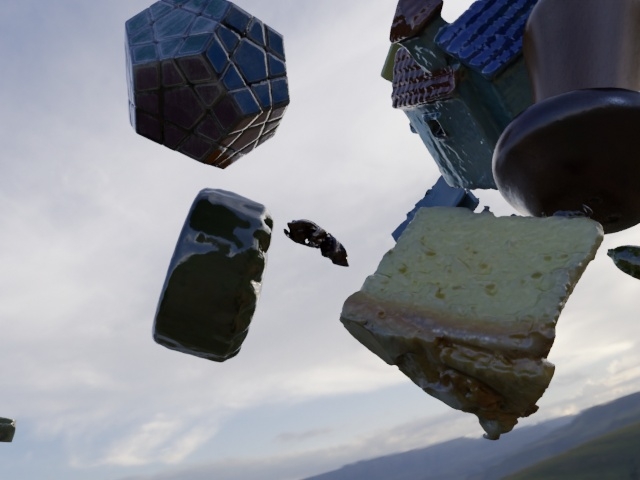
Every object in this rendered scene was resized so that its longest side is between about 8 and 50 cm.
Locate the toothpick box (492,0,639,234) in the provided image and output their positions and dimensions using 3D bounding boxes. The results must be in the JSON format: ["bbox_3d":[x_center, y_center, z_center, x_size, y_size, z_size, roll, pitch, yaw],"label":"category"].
[{"bbox_3d":[0.295,-0.148,0.670,0.192,0.294,0.192,12,-29,7],"label":"toothpick box"}]

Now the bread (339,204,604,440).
[{"bbox_3d":[0.105,0.038,0.435,0.152,0.147,0.127,27,-33,13],"label":"bread"}]

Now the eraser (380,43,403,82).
[{"bbox_3d":[0.198,-0.456,1.405,0.058,0.117,0.172,26,-42,7],"label":"eraser"}]

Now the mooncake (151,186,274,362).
[{"bbox_3d":[-0.215,0.072,1.304,0.194,0.356,0.356,19,-35,-8],"label":"mooncake"}]

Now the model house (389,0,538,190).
[{"bbox_3d":[0.240,-0.274,0.982,0.251,0.329,0.295,-48,18,-10],"label":"model house"}]

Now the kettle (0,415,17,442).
[{"bbox_3d":[-0.643,0.264,0.963,0.318,0.205,0.265,-16,0,43],"label":"kettle"}]

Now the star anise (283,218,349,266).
[{"bbox_3d":[0.000,0.000,1.300,0.168,0.168,0.057,22,-82,-52],"label":"star anise"}]

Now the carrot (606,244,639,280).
[{"bbox_3d":[0.541,0.069,0.767,0.074,0.359,0.074,-30,-49,-42],"label":"carrot"}]

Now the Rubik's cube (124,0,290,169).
[{"bbox_3d":[-0.206,-0.283,1.102,0.264,0.318,0.319,-7,-13,43],"label":"Rubik's cube"}]

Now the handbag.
[{"bbox_3d":[0.273,-0.058,1.509,0.057,0.144,0.221,27,-68,-31],"label":"handbag"}]
